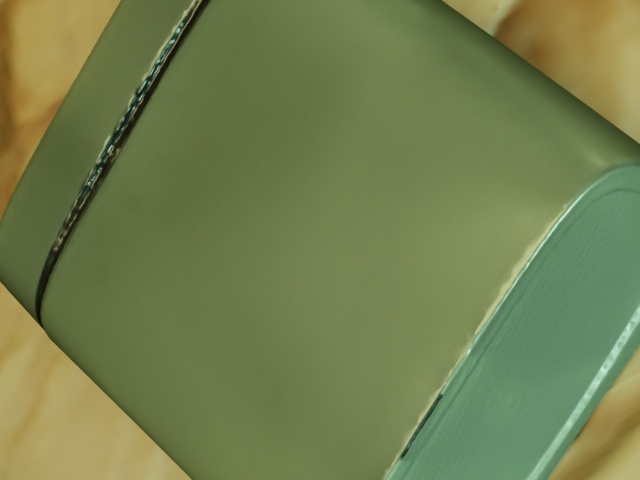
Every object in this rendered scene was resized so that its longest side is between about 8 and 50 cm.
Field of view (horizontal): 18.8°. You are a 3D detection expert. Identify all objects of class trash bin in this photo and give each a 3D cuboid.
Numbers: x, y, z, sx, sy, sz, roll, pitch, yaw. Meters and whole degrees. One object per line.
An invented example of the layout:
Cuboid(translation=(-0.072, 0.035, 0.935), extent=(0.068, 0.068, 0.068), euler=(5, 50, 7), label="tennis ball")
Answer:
Cuboid(translation=(0.000, 0.000, 0.422), extent=(0.130, 0.059, 0.116), euler=(41, 106, 37), label="trash bin")
